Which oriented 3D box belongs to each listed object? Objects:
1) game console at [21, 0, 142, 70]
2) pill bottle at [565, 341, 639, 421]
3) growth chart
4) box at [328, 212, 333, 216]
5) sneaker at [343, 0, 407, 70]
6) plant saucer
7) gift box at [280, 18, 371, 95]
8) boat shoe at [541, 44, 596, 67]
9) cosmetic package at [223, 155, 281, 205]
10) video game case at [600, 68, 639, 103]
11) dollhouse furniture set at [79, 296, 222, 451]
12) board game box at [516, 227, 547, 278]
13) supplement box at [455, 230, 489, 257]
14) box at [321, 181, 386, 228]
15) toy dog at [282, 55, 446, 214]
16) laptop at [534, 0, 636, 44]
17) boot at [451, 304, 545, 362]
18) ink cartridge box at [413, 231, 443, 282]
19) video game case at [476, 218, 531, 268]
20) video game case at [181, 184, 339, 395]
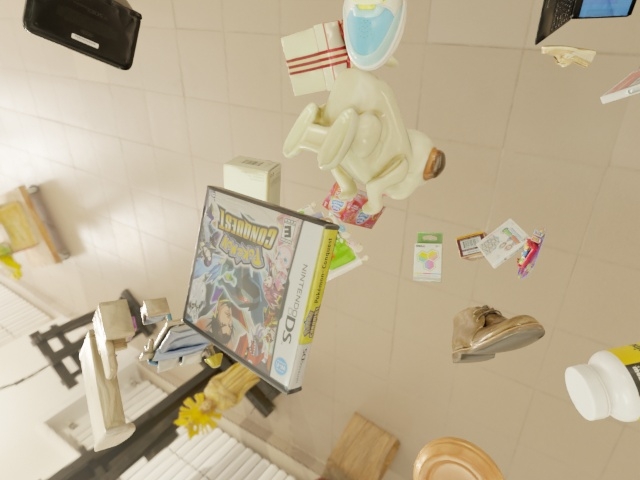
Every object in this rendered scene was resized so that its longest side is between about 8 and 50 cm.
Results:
[{"bbox_3d":[-0.284,-0.271,0.530,0.071,0.122,0.107,17,96,37],"label":"game console"},{"bbox_3d":[0.856,0.372,1.210,0.334,0.188,0.188,-14,107,2],"label":"pill bottle"},{"bbox_3d":[0.000,0.000,1.194,0.237,0.172,0.021,49,158,19],"label":"growth chart"},{"bbox_3d":[0.135,-0.128,2.151,0.186,0.145,0.038,155,125,-70],"label":"box"},{"bbox_3d":[0.070,-0.465,0.753,0.127,0.208,0.319,10,101,25],"label":"sneaker"},{"bbox_3d":[0.283,0.516,0.941,0.200,0.037,0.200,-1,88,35],"label":"plant saucer"},{"bbox_3d":[0.045,-0.707,1.708,0.258,0.276,0.255,8,126,43],"label":"gift box"},{"bbox_3d":[0.744,-0.553,1.365,0.170,0.063,0.059,5,115,-6],"label":"boat shoe"},{"bbox_3d":[-0.225,-0.110,1.503,0.160,0.113,0.309,11,117,14],"label":"cosmetic package"},{"bbox_3d":[0.944,-0.460,1.215,0.025,0.204,0.285,60,156,-12],"label":"video game case"},{"bbox_3d":[-0.293,0.252,0.920,0.286,0.303,0.198,-47,58,44],"label":"dollhouse furniture set"},{"bbox_3d":[0.619,0.033,1.360,0.033,0.168,0.133,24,168,9],"label":"board game box"},{"bbox_3d":[0.595,0.025,1.729,0.104,0.188,0.080,-16,76,27],"label":"supplement box"},{"bbox_3d":[0.143,-0.143,1.889,0.128,0.257,0.122,43,109,31],"label":"box"},{"bbox_3d":[0.158,-0.272,1.286,0.284,0.408,0.395,16,81,53],"label":"toy dog"},{"bbox_3d":[0.733,-0.674,1.215,0.136,0.264,0.234,41,160,35],"label":"laptop"},{"bbox_3d":[0.344,0.181,0.937,0.305,0.112,0.115,110,159,-68],"label":"boot"},{"bbox_3d":[0.440,0.064,1.842,0.109,0.062,0.209,2,82,19],"label":"ink cartridge box"},{"bbox_3d":[0.594,0.007,1.474,0.143,0.157,0.019,-40,111,16],"label":"video game case"},{"bbox_3d":[-0.109,0.062,0.704,0.275,0.035,0.248,20,101,38],"label":"video game case"}]
